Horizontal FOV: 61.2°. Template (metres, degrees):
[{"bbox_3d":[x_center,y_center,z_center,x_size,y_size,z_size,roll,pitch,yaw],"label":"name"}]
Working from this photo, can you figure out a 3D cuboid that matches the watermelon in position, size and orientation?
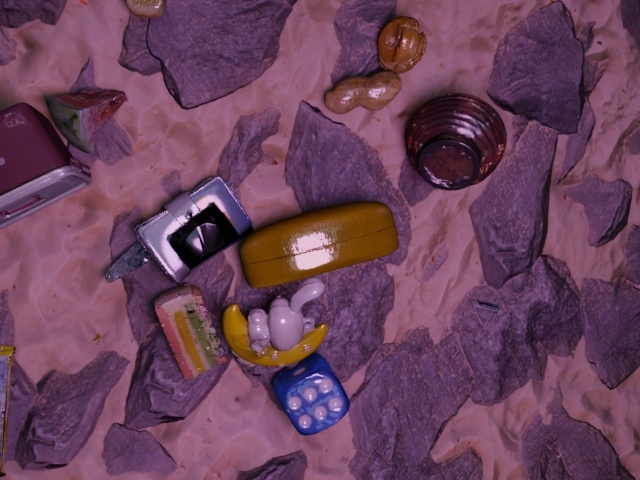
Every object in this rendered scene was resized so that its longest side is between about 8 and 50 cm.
[{"bbox_3d":[-0.493,-0.281,1.124,0.098,0.121,0.158,33,82,7],"label":"watermelon"}]

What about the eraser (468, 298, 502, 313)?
[{"bbox_3d":[0.440,0.174,1.439,0.099,0.027,0.019,14,99,-14],"label":"eraser"}]

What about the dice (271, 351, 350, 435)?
[{"bbox_3d":[-0.023,0.360,1.278,0.143,0.146,0.146,-30,97,-8],"label":"dice"}]

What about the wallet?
[{"bbox_3d":[-0.275,-0.026,1.200,0.231,0.069,0.170,-36,110,-18],"label":"wallet"}]

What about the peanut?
[{"bbox_3d":[0.103,-0.349,1.283,0.193,0.089,0.089,-12,98,-9],"label":"peanut"}]

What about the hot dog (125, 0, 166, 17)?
[{"bbox_3d":[-0.358,-0.593,1.146,0.084,0.073,0.242,7,96,-11],"label":"hot dog"}]

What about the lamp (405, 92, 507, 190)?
[{"bbox_3d":[0.317,-0.237,1.279,0.247,0.247,0.247,-1,95,-14],"label":"lamp"}]

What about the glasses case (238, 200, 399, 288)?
[{"bbox_3d":[0.000,0.000,1.236,0.371,0.173,0.141,-15,94,-13],"label":"glasses case"}]

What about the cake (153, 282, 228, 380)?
[{"bbox_3d":[-0.300,0.204,1.246,0.109,0.090,0.225,-22,118,-14],"label":"cake"}]

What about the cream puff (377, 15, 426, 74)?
[{"bbox_3d":[0.196,-0.461,1.283,0.104,0.119,0.133,-15,126,-30],"label":"cream puff"}]

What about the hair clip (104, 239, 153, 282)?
[{"bbox_3d":[-0.383,0.015,1.207,0.229,0.036,0.066,-41,109,-19],"label":"hair clip"}]

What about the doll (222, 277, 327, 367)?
[{"bbox_3d":[-0.098,0.198,1.229,0.237,0.111,0.252,-6,127,0],"label":"doll"}]

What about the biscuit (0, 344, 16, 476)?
[{"bbox_3d":[-0.694,0.370,1.165,0.048,0.026,0.292,6,93,-11],"label":"biscuit"}]

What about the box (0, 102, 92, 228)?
[{"bbox_3d":[-0.628,-0.133,1.063,0.294,0.193,0.167,-29,93,-10],"label":"box"}]
